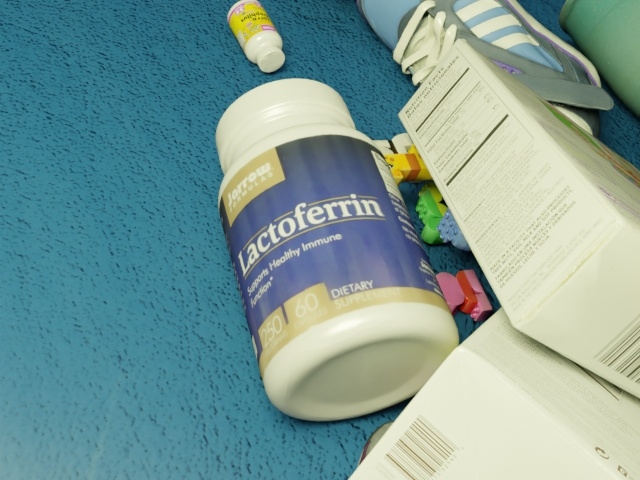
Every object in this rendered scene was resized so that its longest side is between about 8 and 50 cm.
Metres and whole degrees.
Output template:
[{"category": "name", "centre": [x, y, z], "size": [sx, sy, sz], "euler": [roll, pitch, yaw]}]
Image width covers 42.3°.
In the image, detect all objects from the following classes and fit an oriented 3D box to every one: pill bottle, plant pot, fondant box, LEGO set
[{"category": "pill bottle", "centre": [0.000, 0.000, 0.686], "size": [0.153, 0.153, 0.264], "euler": [-4, 53, -22]}, {"category": "plant pot", "centre": [0.469, -0.231, 0.975], "size": [0.272, 0.271, 0.255], "euler": [-20, 75, -31]}, {"category": "pill bottle", "centre": [-0.069, -0.225, 0.915], "size": [0.043, 0.043, 0.083], "euler": [-12, 58, -27]}, {"category": "fondant box", "centre": [0.212, -0.012, 0.655], "size": [0.238, 0.096, 0.330], "euler": [29, 24, -23]}, {"category": "LEGO set", "centre": [0.089, -0.037, 0.790], "size": [0.093, 0.087, 0.227], "euler": [-4, 53, -23]}]

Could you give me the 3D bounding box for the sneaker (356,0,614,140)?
[{"category": "sneaker", "centre": [0.153, -0.172, 0.890], "size": [0.323, 0.130, 0.236], "euler": [32, 45, 0]}]

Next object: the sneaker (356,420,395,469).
[{"category": "sneaker", "centre": [0.076, 0.217, 0.571], "size": [0.083, 0.098, 0.223], "euler": [8, 51, -13]}]

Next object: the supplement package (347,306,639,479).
[{"category": "supplement package", "centre": [0.140, 0.133, 0.575], "size": [0.134, 0.139, 0.244], "euler": [41, 21, 15]}]
